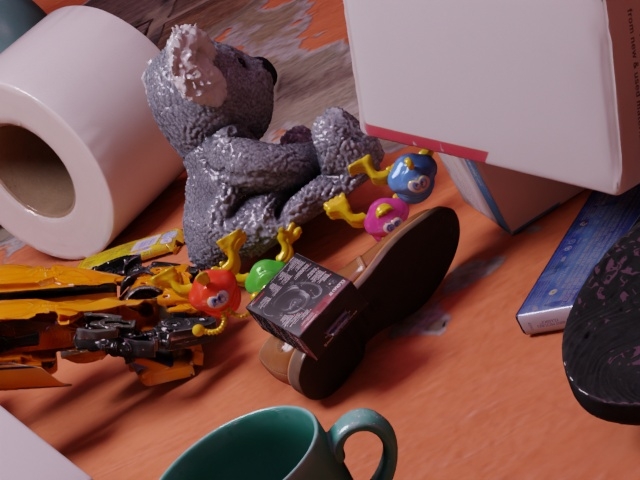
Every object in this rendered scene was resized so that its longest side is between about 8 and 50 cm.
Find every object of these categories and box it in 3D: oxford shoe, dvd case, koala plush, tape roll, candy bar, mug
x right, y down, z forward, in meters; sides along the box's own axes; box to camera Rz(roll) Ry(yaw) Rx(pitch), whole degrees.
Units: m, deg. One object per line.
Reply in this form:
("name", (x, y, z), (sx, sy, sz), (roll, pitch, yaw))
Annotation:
("oxford shoe", (0.031, 0.038, 1.416), (0.212, 0.076, 0.076), (-41, 39, -25))
("dvd case", (0.283, -0.007, 1.278), (0.253, 0.022, 0.180), (-13, 26, 39))
("koala plush", (-0.089, -0.103, 1.661), (0.203, 0.221, 0.196), (-36, 6, -12))
("tape roll", (-0.284, -0.123, 1.981), (0.246, 0.246, 0.169), (-8, 30, 45))
("candy bar", (-0.213, 0.017, 1.883), (0.161, 0.018, 0.040), (-16, 29, 31))
("mug", (-0.026, 0.185, 1.148), (0.157, 0.097, 0.129), (-13, 26, 36))

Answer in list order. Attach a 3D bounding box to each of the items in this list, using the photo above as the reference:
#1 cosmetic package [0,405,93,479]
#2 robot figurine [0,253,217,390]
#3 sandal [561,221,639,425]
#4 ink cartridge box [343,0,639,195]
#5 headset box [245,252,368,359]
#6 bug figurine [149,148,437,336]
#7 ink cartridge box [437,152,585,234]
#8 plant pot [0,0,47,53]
("cosmetic package", (-0.302, 0.177, 1.368), (0.117, 0.231, 0.085), (-43, -18, -31))
("robot figurine", (-0.230, 0.076, 1.558), (0.291, 0.085, 0.211), (-2, 20, -9))
("sandal", (0.339, -0.040, 1.104), (0.445, 0.107, 0.167), (-31, 41, -1))
("ink cartridge box", (0.250, -0.196, 1.380), (0.384, 0.160, 0.279), (-26, 27, -35))
("headset box", (-0.009, 0.052, 1.349), (0.062, 0.032, 0.083), (-48, 40, -15))
("bug figurine", (0.000, 0.000, 1.489), (0.279, 0.072, 0.216), (-30, -8, 4))
("ink cartridge box", (0.160, -0.081, 1.512), (0.092, 0.090, 0.143), (-33, 22, -6))
("plant pot", (-0.453, -0.164, 2.268), (0.293, 0.293, 0.235), (-31, 37, -1))
